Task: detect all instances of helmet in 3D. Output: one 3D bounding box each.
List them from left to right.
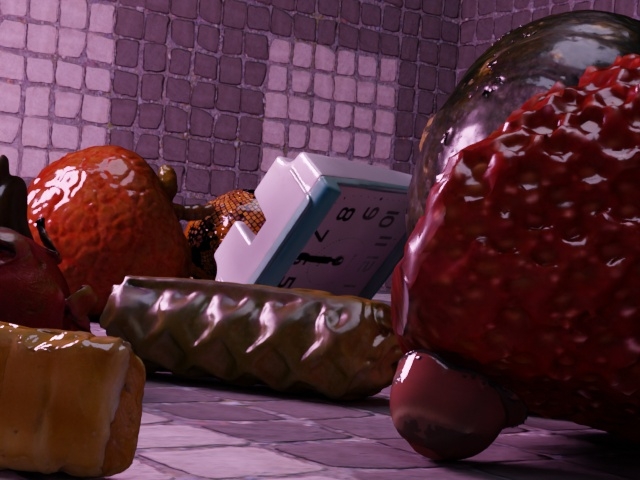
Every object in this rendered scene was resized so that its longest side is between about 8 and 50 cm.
[{"bbox_3d":[0.076,0.105,0.695,0.084,0.049,0.065,23,-35,7],"label":"helmet"}]

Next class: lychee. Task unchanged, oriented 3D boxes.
[{"bbox_3d":[-0.288,-0.009,1.662,0.300,0.255,0.255,-27,7,-12],"label":"lychee"}]

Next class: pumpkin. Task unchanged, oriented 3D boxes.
[{"bbox_3d":[0.282,-0.061,1.432,0.344,0.454,0.454,20,1,6],"label":"pumpkin"}]

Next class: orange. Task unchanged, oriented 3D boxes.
[{"bbox_3d":[-0.098,0.024,1.823,0.234,0.182,0.234,25,-28,14],"label":"orange"}]

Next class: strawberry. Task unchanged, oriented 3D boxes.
[{"bbox_3d":[0.209,0.024,0.771,0.351,0.312,0.267,-9,49,-23],"label":"strawberry"}]

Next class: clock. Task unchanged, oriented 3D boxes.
[{"bbox_3d":[0.000,0.000,1.599,0.231,0.262,0.116,5,41,-44],"label":"clock"}]

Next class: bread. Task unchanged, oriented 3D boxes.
[{"bbox_3d":[-0.149,0.078,0.593,0.132,0.074,0.053,6,-10,28],"label":"bread"},{"bbox_3d":[-0.054,0.080,0.993,0.269,0.087,0.098,5,-3,26],"label":"bread"}]

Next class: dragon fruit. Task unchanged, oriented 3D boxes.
[{"bbox_3d":[-0.254,0.051,0.921,0.166,0.136,0.133,33,20,-28],"label":"dragon fruit"}]

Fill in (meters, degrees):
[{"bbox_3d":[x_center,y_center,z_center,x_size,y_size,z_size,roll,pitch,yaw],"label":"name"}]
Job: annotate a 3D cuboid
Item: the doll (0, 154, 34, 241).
[{"bbox_3d":[-0.426,-0.006,1.096,0.339,0.209,0.318,6,3,12],"label":"doll"}]
